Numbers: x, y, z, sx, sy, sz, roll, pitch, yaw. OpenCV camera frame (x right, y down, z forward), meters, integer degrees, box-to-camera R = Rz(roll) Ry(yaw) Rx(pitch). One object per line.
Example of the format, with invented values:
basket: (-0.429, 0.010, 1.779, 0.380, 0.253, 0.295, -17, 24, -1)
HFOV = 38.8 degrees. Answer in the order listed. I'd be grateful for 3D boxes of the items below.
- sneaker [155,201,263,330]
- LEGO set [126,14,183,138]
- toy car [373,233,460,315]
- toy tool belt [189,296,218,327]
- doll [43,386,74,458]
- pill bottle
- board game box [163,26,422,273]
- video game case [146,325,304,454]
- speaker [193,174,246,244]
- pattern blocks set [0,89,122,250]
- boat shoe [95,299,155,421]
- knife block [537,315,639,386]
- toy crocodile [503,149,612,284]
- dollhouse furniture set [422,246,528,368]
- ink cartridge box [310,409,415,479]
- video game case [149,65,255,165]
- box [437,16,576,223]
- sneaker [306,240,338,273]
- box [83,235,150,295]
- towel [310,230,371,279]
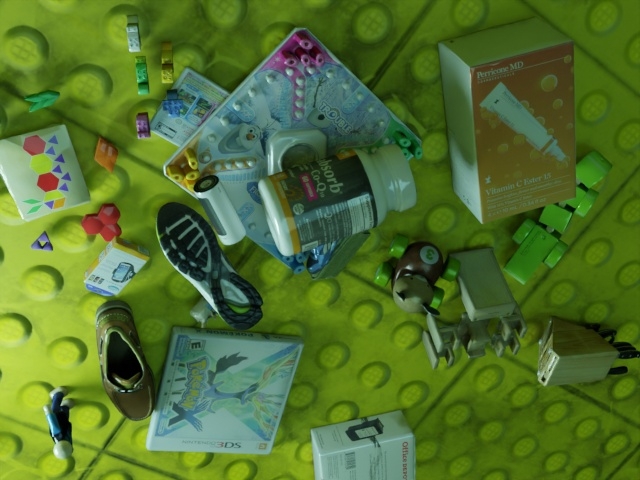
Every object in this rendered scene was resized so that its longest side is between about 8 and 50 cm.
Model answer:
sneaker: (-0.236, 0.052, 1.849, 0.111, 0.121, 0.300, -36, 103, -12)
LEGO set: (-0.295, -0.283, 1.634, 0.087, 0.093, 0.227, -5, 116, -6)
toy car: (0.205, 0.094, 1.931, 0.155, 0.188, 0.149, 24, 112, -4)
toy tool belt: (-0.235, 0.143, 1.940, 0.083, 0.052, 0.051, -49, 133, -19)
doll: (-0.544, 0.387, 1.904, 0.046, 0.189, 0.129, -20, 123, -5)
pill bottle: (0.032, -0.084, 1.750, 0.278, 0.162, 0.162, -19, 122, -8)
board game box: (-0.042, -0.159, 1.806, 0.390, 0.050, 0.390, -44, 124, 11)
video game case: (-0.219, 0.349, 2.068, 0.300, 0.036, 0.329, 7, 116, -20)
speaker: (-0.193, -0.057, 1.753, 0.055, 0.055, 0.136, -25, 126, -1)
pattern blocks set: (-0.522, -0.126, 1.712, 0.285, 0.026, 0.325, -9, 121, -12)
boat shoe: (-0.419, 0.280, 1.929, 0.110, 0.104, 0.307, -15, 122, -7)
knife block: (0.648, 0.284, 2.171, 0.242, 0.276, 0.088, 21, 114, 6)
toy crocodile: (0.522, -0.050, 2.023, 0.115, 0.105, 0.340, 33, 113, 13)
dollhouse furniture set: (0.350, 0.156, 2.092, 0.212, 0.161, 0.242, -9, 143, -11)
ink cartridge box: (0.105, 0.530, 2.228, 0.237, 0.100, 0.172, -10, 121, -10)
video game case: (-0.228, -0.236, 1.741, 0.157, 0.019, 0.143, 29, 108, -27)
box: (0.378, -0.240, 1.826, 0.215, 0.168, 0.345, -16, 122, -7)
sneaker: (0.000, 0.000, 1.860, 0.059, 0.053, 0.144, 19, 105, -29)
box: (-0.415, 0.056, 1.833, 0.081, 0.028, 0.136, 27, 121, -36)
towel: (0.044, 0.024, 1.933, 0.148, 0.027, 0.110, -53, 159, 18)
